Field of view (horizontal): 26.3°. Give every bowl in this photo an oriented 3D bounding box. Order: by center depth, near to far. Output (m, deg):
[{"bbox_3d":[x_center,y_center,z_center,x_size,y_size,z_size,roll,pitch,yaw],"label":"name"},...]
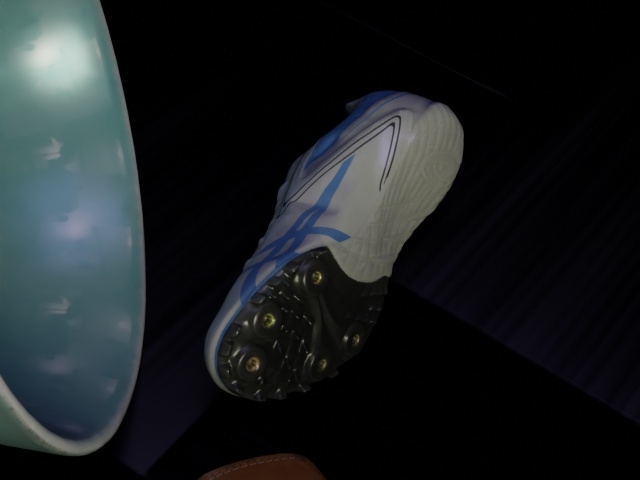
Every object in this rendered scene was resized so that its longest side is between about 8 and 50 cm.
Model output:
[{"bbox_3d":[-0.204,-0.043,0.645,0.163,0.311,0.311,-9,46,6],"label":"bowl"}]

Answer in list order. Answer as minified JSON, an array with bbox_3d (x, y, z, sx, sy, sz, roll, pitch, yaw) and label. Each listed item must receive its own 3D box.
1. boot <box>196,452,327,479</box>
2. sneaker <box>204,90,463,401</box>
[{"bbox_3d":[0.040,0.169,0.572,0.284,0.109,0.220,-20,32,-15],"label":"boot"},{"bbox_3d":[0.000,0.000,0.771,0.086,0.085,0.237,6,42,34],"label":"sneaker"}]
